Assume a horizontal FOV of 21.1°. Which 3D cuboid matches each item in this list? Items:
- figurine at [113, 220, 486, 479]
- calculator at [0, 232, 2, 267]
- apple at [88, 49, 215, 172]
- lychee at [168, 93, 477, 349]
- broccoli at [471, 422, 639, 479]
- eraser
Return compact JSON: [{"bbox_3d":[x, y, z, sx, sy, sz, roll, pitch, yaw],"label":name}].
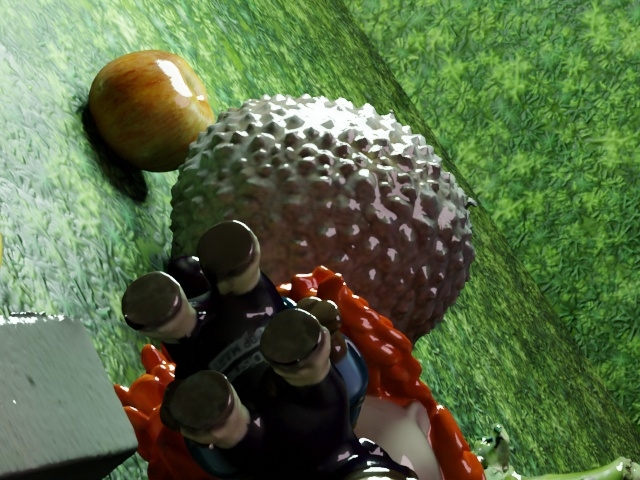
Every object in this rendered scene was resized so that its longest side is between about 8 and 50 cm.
[{"bbox_3d":[-0.010,0.149,1.222,0.306,0.241,0.412,40,-11,8],"label":"figurine"},{"bbox_3d":[-0.283,-0.012,1.224,0.146,0.032,0.235,48,20,-32],"label":"calculator"},{"bbox_3d":[-0.163,-0.129,1.666,0.126,0.102,0.126,51,16,-22],"label":"apple"},{"bbox_3d":[-0.004,0.002,1.606,0.300,0.300,0.300,51,17,-23],"label":"lychee"},{"bbox_3d":[0.200,0.266,1.704,0.177,0.275,0.198,49,17,-18],"label":"broccoli"},{"bbox_3d":[-0.220,0.112,1.107,0.111,0.077,0.352,64,16,10],"label":"eraser"}]
